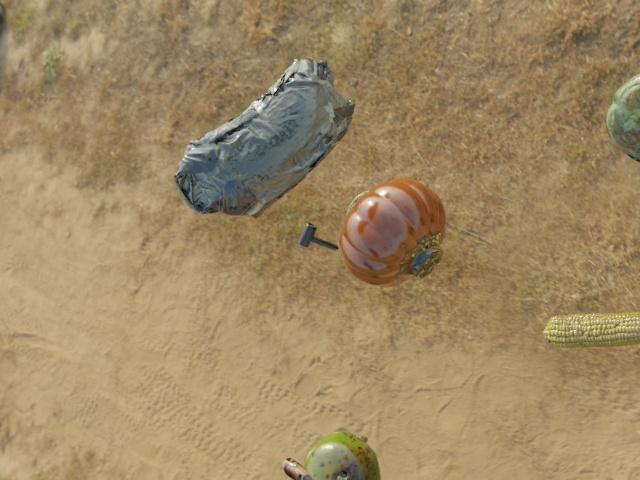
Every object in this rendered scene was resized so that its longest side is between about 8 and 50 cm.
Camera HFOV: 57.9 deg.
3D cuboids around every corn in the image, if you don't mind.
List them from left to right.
[{"bbox_3d":[0.745,0.234,1.530,0.292,0.101,0.101,-13,69,36],"label":"corn"}]

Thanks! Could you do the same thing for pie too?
[{"bbox_3d":[0.813,-0.288,1.401,0.054,0.240,0.241,-37,45,-29],"label":"pie"}]

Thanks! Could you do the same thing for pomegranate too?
[{"bbox_3d":[0.084,0.668,1.660,0.231,0.286,0.230,-8,74,28],"label":"pomegranate"}]

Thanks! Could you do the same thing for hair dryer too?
[{"bbox_3d":[0.000,0.000,1.175,0.026,0.083,0.047,-100,35,-69],"label":"hair dryer"}]

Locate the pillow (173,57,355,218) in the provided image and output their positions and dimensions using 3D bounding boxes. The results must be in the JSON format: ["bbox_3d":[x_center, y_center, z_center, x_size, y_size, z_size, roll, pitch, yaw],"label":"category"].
[{"bbox_3d":[-0.082,-0.160,0.942,0.335,0.161,0.093,-44,14,-16],"label":"pillow"}]

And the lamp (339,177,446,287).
[{"bbox_3d":[0.139,-0.013,1.104,0.196,0.223,0.223,42,102,30],"label":"lamp"}]

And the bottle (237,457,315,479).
[{"bbox_3d":[-0.129,0.434,0.860,0.173,0.297,0.206,22,94,46],"label":"bottle"}]
